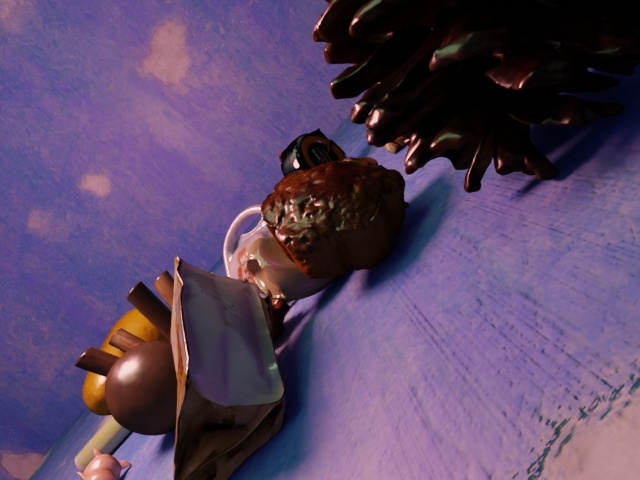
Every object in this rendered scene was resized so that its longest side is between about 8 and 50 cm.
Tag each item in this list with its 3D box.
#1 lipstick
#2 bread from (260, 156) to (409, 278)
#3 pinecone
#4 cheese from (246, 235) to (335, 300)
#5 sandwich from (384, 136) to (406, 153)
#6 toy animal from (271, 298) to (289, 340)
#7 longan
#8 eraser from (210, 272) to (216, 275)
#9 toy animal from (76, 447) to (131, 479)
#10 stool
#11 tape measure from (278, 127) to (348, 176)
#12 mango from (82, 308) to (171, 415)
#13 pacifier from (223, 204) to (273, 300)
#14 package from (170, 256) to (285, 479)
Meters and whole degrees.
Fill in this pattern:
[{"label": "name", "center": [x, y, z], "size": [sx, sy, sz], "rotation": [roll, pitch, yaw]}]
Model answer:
[{"label": "lipstick", "center": [-0.572, 0.528, 1.520], "size": [0.304, 0.076, 0.076], "rotation": [-48, 11, 6]}, {"label": "bread", "center": [0.029, -0.046, 0.869], "size": [0.232, 0.135, 0.247], "rotation": [-13, 31, 13]}, {"label": "pinecone", "center": [0.182, -0.238, 0.600], "size": [0.398, 0.398, 0.398], "rotation": [-46, 12, 12]}, {"label": "cheese", "center": [0.000, 0.000, 1.011], "size": [0.286, 0.163, 0.082], "rotation": [-37, -36, -26]}, {"label": "sandwich", "center": [0.188, -0.367, 1.329], "size": [0.227, 0.198, 0.155], "rotation": [-46, 12, 8]}, {"label": "toy animal", "center": [-0.160, 0.188, 1.071], "size": [0.312, 0.097, 0.157], "rotation": [-44, 18, 28]}, {"label": "longan", "center": [-0.353, 0.311, 1.136], "size": [0.196, 0.196, 0.220], "rotation": [-49, 23, -2]}, {"label": "eraser", "center": [-0.297, 0.153, 1.612], "size": [0.052, 0.122, 0.029], "rotation": [-53, 15, -19]}, {"label": "toy animal", "center": [-0.473, 0.520, 1.171], "size": [0.089, 0.083, 0.150], "rotation": [-37, 21, -8]}, {"label": "stool", "center": [-0.434, 0.256, 1.432], "size": [0.310, 0.226, 0.310], "rotation": [-51, 4, 2]}, {"label": "tape measure", "center": [-0.017, -0.222, 1.610], "size": [0.135, 0.202, 0.223], "rotation": [-40, -1, 42]}, {"label": "mango", "center": [-0.593, 0.378, 1.692], "size": [0.301, 0.220, 0.445], "rotation": [-58, 8, 18]}, {"label": "pacifier", "center": [-0.088, 0.034, 1.188], "size": [0.207, 0.227, 0.279], "rotation": [2, -31, -48]}, {"label": "package", "center": [-0.141, 0.187, 0.817], "size": [0.311, 0.165, 0.221], "rotation": [-119, 35, -60]}]
